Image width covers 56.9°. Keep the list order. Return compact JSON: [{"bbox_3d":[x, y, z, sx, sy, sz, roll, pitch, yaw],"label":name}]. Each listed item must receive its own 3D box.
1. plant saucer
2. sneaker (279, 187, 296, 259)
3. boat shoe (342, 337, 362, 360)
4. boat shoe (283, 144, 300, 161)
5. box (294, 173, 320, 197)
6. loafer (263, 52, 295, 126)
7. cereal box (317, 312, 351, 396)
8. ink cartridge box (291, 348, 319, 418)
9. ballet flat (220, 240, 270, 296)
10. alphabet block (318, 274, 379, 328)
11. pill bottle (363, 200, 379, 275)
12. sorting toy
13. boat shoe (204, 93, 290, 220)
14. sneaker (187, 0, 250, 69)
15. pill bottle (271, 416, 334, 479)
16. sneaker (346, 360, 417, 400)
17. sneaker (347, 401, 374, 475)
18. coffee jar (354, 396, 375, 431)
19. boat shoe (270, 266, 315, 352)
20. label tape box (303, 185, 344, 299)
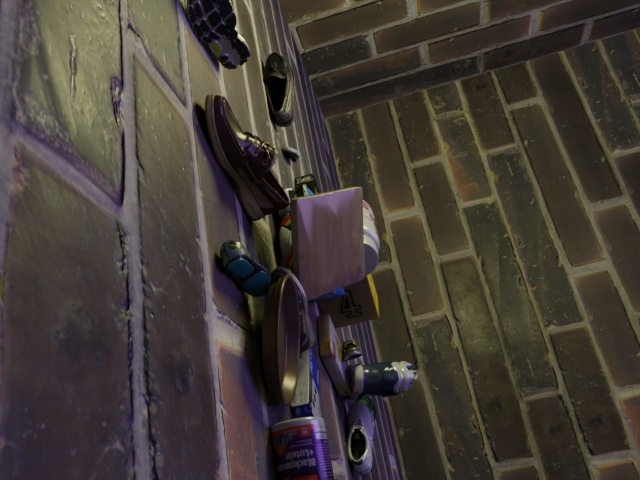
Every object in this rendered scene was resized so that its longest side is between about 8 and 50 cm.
[{"bbox_3d":[-0.082,0.210,1.259,0.278,0.041,0.277,-1,90,-84],"label":"plant saucer"},{"bbox_3d":[-0.043,-0.051,1.718,0.101,0.153,0.268,92,-4,-45],"label":"sneaker"},{"bbox_3d":[0.100,0.371,2.010,0.183,0.066,0.066,89,-17,-77],"label":"boat shoe"},{"bbox_3d":[-0.108,-0.322,2.204,0.040,0.049,0.142,-66,166,3],"label":"boat shoe"},{"bbox_3d":[-0.036,-0.137,2.250,0.147,0.078,0.180,-94,167,-50],"label":"box"},{"bbox_3d":[-0.151,-0.563,2.143,0.095,0.109,0.302,43,36,-68],"label":"loafer"},{"bbox_3d":[0.046,0.385,1.982,0.172,0.048,0.240,-95,168,-50],"label":"cereal box"},{"bbox_3d":[-0.036,0.365,1.461,0.207,0.046,0.097,-90,165,-61],"label":"ink cartridge box"},{"bbox_3d":[-0.150,0.053,1.188,0.188,0.070,0.070,68,10,-61],"label":"ballet flat"},{"bbox_3d":[0.094,0.185,2.141,0.192,0.197,0.193,-85,159,-68],"label":"alphabet block"},{"bbox_3d":[0.106,-0.010,1.908,0.283,0.161,0.160,-93,166,-59],"label":"pill bottle"},{"bbox_3d":[0.000,0.000,1.533,0.256,0.090,0.256,-16,108,-46],"label":"sorting toy"},{"bbox_3d":[-0.156,-0.191,1.344,0.123,0.123,0.341,-95,168,-49],"label":"boat shoe"},{"bbox_3d":[-0.261,-0.526,1.425,0.109,0.107,0.275,58,-4,23],"label":"sneaker"},{"bbox_3d":[-0.030,0.446,1.133,0.108,0.108,0.193,59,18,-64],"label":"pill bottle"},{"bbox_3d":[0.217,0.494,2.081,0.322,0.237,0.130,104,-14,-72],"label":"sneaker"},{"bbox_3d":[0.134,0.641,1.964,0.258,0.094,0.091,-94,172,-48],"label":"sneaker"},{"bbox_3d":[0.162,0.657,2.188,0.184,0.079,0.096,-43,120,-82],"label":"coffee jar"},{"bbox_3d":[-0.075,0.175,1.423,0.073,0.080,0.223,-35,114,-47],"label":"boat shoe"},{"bbox_3d":[-0.028,0.022,1.914,0.249,0.115,0.347,34,39,-79],"label":"label tape box"}]
